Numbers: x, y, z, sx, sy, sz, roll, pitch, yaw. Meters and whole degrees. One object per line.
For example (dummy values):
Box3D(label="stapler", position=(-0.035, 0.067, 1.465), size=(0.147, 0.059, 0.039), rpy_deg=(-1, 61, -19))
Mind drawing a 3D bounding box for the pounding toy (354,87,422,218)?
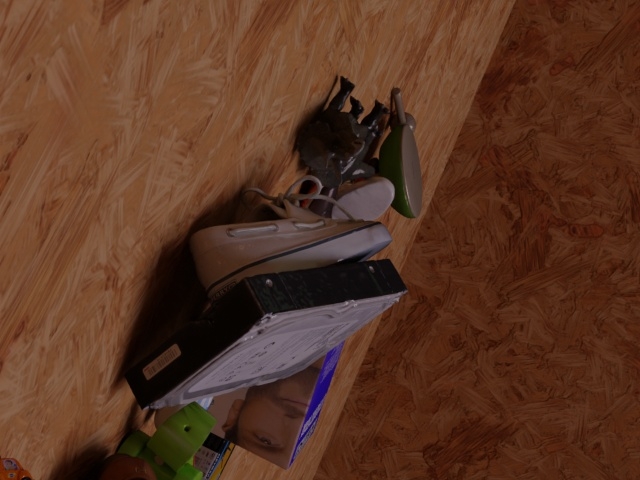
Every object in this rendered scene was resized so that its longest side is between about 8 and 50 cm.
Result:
Box3D(label="pounding toy", position=(0.126, -0.154, 2.567), size=(0.183, 0.110, 0.237), rpy_deg=(45, 41, -68))

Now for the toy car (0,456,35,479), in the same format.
Box3D(label="toy car", position=(-0.331, 0.251, 1.352), size=(0.122, 0.060, 0.041), rpy_deg=(130, -51, -58))

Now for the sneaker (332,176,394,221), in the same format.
Box3D(label="sneaker", position=(0.049, -0.072, 2.264), size=(0.212, 0.080, 0.094), rpy_deg=(-32, -148, 43))

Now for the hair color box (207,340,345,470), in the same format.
Box3D(label="hair color box", position=(-0.073, 0.173, 2.013), size=(0.110, 0.185, 0.339), rpy_deg=(-53, 164, -49))

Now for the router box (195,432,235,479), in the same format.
Box3D(label="router box", position=(-0.175, 0.344, 2.295), size=(0.179, 0.046, 0.133), rpy_deg=(-63, 170, -12))

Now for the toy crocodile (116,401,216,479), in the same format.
Box3D(label="toy crocodile", position=(-0.223, 0.352, 1.843), size=(0.105, 0.115, 0.340), rpy_deg=(-45, 159, -45))

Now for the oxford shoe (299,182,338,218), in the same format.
Box3D(label="oxford shoe", position=(0.000, 0.000, 2.213), size=(0.097, 0.098, 0.271), rpy_deg=(-53, 165, -49))

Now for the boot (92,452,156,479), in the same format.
Box3D(label="boot", position=(-0.259, 0.407, 1.618), size=(0.283, 0.109, 0.220), rpy_deg=(-69, -165, -4))

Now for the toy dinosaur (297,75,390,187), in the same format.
Box3D(label="toy dinosaur", position=(0.026, -0.147, 2.048), size=(0.160, 0.121, 0.313), rpy_deg=(-49, 174, -11))

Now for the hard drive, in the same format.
Box3D(label="hard drive", position=(-0.061, 0.119, 1.703), size=(0.237, 0.064, 0.339), rpy_deg=(-38, 164, 28))

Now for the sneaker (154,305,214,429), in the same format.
Box3D(label="sneaker", position=(-0.169, 0.165, 1.846), size=(0.086, 0.085, 0.237), rpy_deg=(34, 87, -45))

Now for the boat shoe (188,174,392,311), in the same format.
Box3D(label="boat shoe", position=(-0.048, -0.011, 1.769), size=(0.136, 0.156, 0.367), rpy_deg=(-37, 167, 38))
